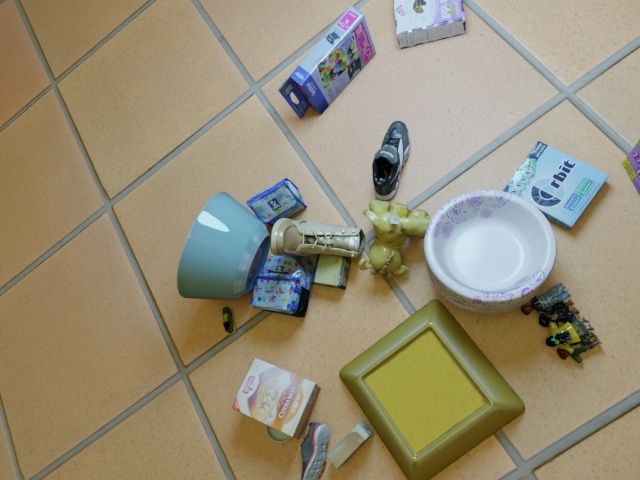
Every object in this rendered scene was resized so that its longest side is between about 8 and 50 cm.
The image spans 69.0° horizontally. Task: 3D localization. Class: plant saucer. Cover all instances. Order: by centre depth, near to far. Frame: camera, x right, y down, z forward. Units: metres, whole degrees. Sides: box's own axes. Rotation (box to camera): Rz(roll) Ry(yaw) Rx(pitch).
[{"bbox_3d":[0.251,0.361,1.122,0.333,0.081,0.332,-39,68,6],"label":"plant saucer"}]

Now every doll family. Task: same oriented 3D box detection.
[{"bbox_3d":[0.547,0.189,1.074,0.111,0.076,0.192,-31,63,13],"label":"doll family"}]

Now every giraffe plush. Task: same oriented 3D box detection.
[{"bbox_3d":[0.182,0.005,1.210,0.182,0.210,0.170,18,112,18],"label":"giraffe plush"}]

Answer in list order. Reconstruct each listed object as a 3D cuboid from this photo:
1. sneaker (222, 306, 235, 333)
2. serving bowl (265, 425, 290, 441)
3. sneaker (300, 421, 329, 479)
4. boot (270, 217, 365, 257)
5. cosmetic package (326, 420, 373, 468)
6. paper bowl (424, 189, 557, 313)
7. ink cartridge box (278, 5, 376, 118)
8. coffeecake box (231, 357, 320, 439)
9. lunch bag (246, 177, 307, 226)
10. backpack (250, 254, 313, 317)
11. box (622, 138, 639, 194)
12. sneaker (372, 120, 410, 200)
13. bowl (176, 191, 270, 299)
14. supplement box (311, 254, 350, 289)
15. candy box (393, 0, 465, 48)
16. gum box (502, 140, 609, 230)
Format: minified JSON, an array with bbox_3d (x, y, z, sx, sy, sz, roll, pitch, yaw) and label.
[{"bbox_3d":[-0.270,0.231,1.359,0.031,0.035,0.083,-26,69,10],"label":"sneaker"},{"bbox_3d":[-0.101,0.490,1.231,0.084,0.027,0.083,-6,59,10],"label":"serving bowl"},{"bbox_3d":[-0.023,0.542,1.190,0.065,0.061,0.157,6,75,48],"label":"sneaker"},{"bbox_3d":[0.000,0.000,1.213,0.204,0.262,0.095,8,94,19],"label":"boot"},{"bbox_3d":[0.074,0.506,1.154,0.115,0.060,0.041,-47,67,4],"label":"cosmetic package"},{"bbox_3d":[0.394,0.035,1.107,0.285,0.148,0.284,-6,62,12],"label":"paper bowl"},{"bbox_3d":[0.026,-0.503,1.374,0.311,0.186,0.065,-46,68,3],"label":"ink cartridge box"},{"bbox_3d":[-0.116,0.413,1.223,0.186,0.068,0.142,16,66,22],"label":"coffeecake box"},{"bbox_3d":[-0.127,-0.114,1.341,0.129,0.151,0.096,-31,68,8],"label":"lunch bag"},{"bbox_3d":[-0.103,0.115,1.291,0.158,0.117,0.173,8,78,21],"label":"backpack"},{"bbox_3d":[0.780,-0.144,0.986,0.117,0.243,0.213,-21,71,13],"label":"box"},{"bbox_3d":[0.194,-0.234,1.287,0.078,0.106,0.234,12,80,21],"label":"sneaker"},{"bbox_3d":[-0.245,0.038,1.282,0.163,0.311,0.311,19,82,7],"label":"bowl"},{"bbox_3d":[0.031,0.085,1.284,0.083,0.056,0.083,7,78,21],"label":"supplement box"},{"bbox_3d":[0.320,-0.680,1.384,0.196,0.070,0.164,-7,74,17],"label":"candy box"},{"bbox_3d":[0.582,-0.139,1.163,0.184,0.041,0.157,35,89,23],"label":"gum box"}]
